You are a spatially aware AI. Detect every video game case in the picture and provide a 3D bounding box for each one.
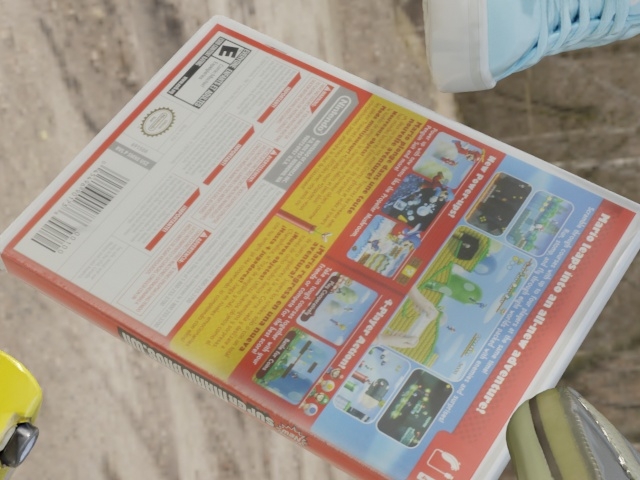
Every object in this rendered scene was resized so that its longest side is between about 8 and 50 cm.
[{"bbox_3d":[0.000,0.000,0.638,0.204,0.285,0.025,-51,156,-27],"label":"video game case"}]

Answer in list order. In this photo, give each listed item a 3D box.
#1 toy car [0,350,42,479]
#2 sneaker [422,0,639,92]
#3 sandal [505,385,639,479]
[{"bbox_3d":[-0.198,0.188,0.545,0.225,0.239,0.053,62,-6,7],"label":"toy car"},{"bbox_3d":[0.173,-0.190,0.828,0.366,0.150,0.135,-46,131,-59],"label":"sneaker"},{"bbox_3d":[0.083,0.164,0.345,0.120,0.086,0.303,52,19,-21],"label":"sandal"}]
